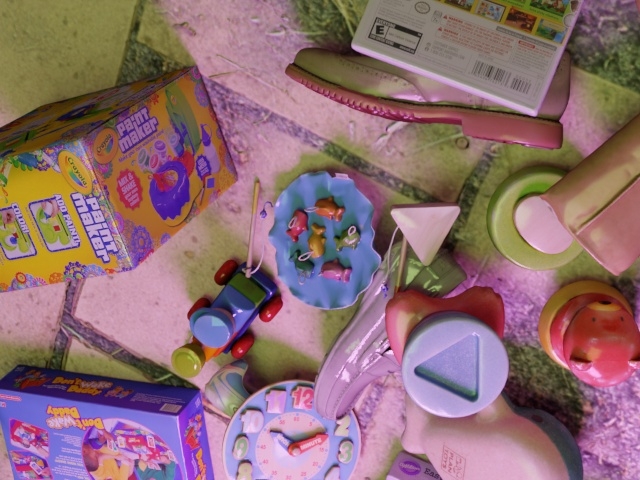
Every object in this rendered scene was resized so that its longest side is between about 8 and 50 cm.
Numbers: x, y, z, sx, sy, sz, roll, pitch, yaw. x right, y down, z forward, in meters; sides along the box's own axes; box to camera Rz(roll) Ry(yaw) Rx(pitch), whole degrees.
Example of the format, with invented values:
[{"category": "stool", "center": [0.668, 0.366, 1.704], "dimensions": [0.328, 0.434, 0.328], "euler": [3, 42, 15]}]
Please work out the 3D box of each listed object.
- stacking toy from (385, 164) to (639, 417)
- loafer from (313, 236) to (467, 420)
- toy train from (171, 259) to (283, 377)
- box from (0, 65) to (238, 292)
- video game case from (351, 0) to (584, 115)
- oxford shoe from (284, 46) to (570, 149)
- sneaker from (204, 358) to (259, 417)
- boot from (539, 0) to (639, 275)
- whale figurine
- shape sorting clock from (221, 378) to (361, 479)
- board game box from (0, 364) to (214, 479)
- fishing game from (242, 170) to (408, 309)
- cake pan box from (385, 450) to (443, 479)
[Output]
[{"category": "stacking toy", "center": [0.228, 0.071, 1.363], "dimensions": [0.309, 0.130, 0.279], "euler": [-12, 106, 3]}, {"category": "loafer", "center": [0.087, 0.135, 1.527], "dimensions": [0.111, 0.112, 0.319], "euler": [37, 124, 16]}, {"category": "toy train", "center": [-0.168, 0.152, 1.629], "dimensions": [0.105, 0.143, 0.248], "euler": [39, 123, 2]}, {"category": "box", "center": [-0.312, -0.081, 1.490], "dimensions": [0.279, 0.290, 0.177], "euler": [-10, 110, 28]}, {"category": "video game case", "center": [0.176, -0.274, 1.277], "dimensions": [0.227, 0.026, 0.206], "euler": [22, 90, 13]}, {"category": "oxford shoe", "center": [0.129, -0.202, 1.359], "dimensions": [0.348, 0.123, 0.130], "euler": [14, 98, 14]}, {"category": "sneaker", "center": [-0.073, 0.279, 1.693], "dimensions": [0.086, 0.085, 0.237], "euler": [-39, 105, 0]}, {"category": "boot", "center": [0.349, -0.126, 1.256], "dimensions": [0.236, 0.089, 0.269], "euler": [45, 109, -3]}, {"category": "whale figurine", "center": [0.235, 0.285, 1.545], "dimensions": [0.272, 0.141, 0.216], "euler": [23, 121, 41]}, {"category": "shape sorting clock", "center": [-0.040, 0.302, 1.642], "dimensions": [0.206, 0.040, 0.206], "euler": [-1, 96, -14]}, {"category": "board game box", "center": [-0.348, 0.339, 1.842], "dimensions": [0.347, 0.078, 0.233], "euler": [5, 116, 22]}, {"category": "fishing game", "center": [0.000, 0.000, 1.490], "dimensions": [0.264, 0.041, 0.189], "euler": [19, 105, 35]}, {"category": "cake pan box", "center": [0.191, 0.462, 1.671], "dimensions": [0.267, 0.070, 0.246], "euler": [22, 119, 13]}]
